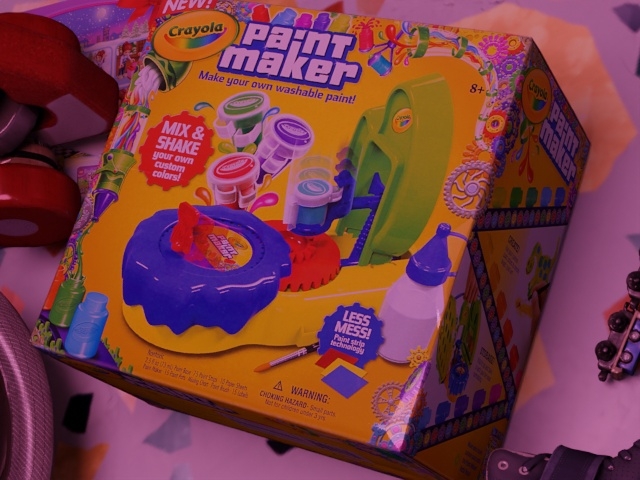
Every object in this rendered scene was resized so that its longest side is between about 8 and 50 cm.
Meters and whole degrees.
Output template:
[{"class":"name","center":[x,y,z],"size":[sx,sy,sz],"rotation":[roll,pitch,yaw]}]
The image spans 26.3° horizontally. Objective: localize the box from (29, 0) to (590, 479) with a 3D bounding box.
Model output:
[{"class":"box","center":[0.000,0.000,0.967],"size":[0.290,0.177,0.279],"rotation":[11,75,28]}]

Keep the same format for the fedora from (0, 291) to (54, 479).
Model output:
[{"class":"fedora","center":[-0.311,0.149,1.068],"size":[0.243,0.124,0.275],"rotation":[-18,80,5]}]

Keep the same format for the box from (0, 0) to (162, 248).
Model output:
[{"class":"box","center":[-0.227,-0.104,1.179],"size":[0.293,0.057,0.201],"rotation":[-9,69,22]}]

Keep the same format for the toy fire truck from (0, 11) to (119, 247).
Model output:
[{"class":"toy fire truck","center":[-0.324,-0.100,1.042],"size":[0.302,0.254,0.169],"rotation":[-11,69,21]}]

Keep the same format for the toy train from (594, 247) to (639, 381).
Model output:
[{"class":"toy train","center":[0.230,0.027,0.937],"size":[0.036,0.027,0.158],"rotation":[23,81,19]}]

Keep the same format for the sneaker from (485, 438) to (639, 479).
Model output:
[{"class":"sneaker","center":[0.198,0.132,0.877],"size":[0.163,0.086,0.226],"rotation":[17,73,33]}]
